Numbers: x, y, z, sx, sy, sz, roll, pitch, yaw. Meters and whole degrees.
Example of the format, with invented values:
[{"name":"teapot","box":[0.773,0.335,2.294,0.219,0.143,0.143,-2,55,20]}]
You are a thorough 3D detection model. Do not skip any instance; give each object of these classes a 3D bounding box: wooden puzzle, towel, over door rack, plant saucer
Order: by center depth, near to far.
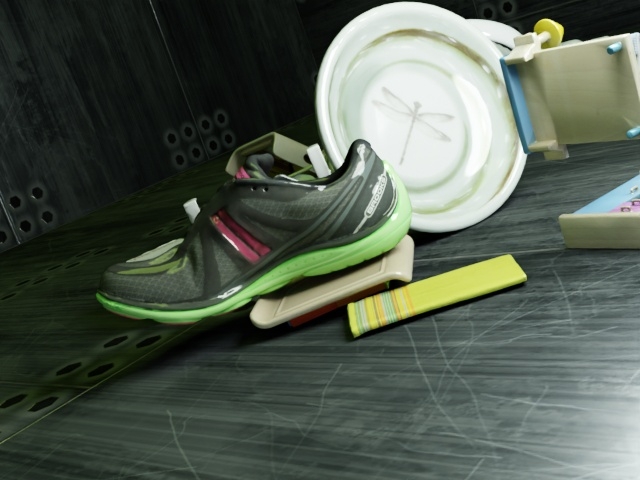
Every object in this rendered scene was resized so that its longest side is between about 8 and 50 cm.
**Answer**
[{"name":"towel","box":[0.151,0.075,1.207,0.237,0.021,0.102,-18,16,5]},{"name":"wooden puzzle","box":[0.026,0.064,1.366,0.239,0.044,0.221,-18,12,11]},{"name":"plant saucer","box":[0.164,-0.203,1.554,0.400,0.400,0.100,-25,-1,-24]},{"name":"over door rack","box":[-0.079,-0.064,1.567,0.240,0.108,0.324,-24,0,6]}]

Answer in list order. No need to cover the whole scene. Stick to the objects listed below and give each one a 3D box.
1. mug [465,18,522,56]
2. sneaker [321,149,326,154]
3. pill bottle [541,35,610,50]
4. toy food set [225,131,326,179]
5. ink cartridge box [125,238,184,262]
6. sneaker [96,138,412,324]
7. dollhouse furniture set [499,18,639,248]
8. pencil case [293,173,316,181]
[{"name":"mug","box":[0.306,-0.340,1.948,0.328,0.276,0.374,11,-27,-4]},{"name":"sneaker","box":[0.078,-0.204,2.188,0.188,0.066,0.071,-16,12,-32]},{"name":"pill bottle","box":[0.601,-0.414,2.292,0.283,0.160,0.160,-11,15,34]},{"name":"toy food set","box":[-0.071,-0.150,2.096,0.220,0.092,0.306,21,-14,-24]},{"name":"ink cartridge box","box":[-0.276,0.067,1.697,0.160,0.092,0.219,-25,13,-25]},{"name":"sneaker","box":[-0.110,-0.018,1.358,0.483,0.202,0.185,-21,11,-3]},{"name":"dollhouse furniture set","box":[0.426,-0.165,1.160,0.198,0.303,0.286,-28,15,-31]},{"name":"pencil case","box":[-0.072,-0.052,1.864,0.124,0.113,0.273,-35,6,22]}]
